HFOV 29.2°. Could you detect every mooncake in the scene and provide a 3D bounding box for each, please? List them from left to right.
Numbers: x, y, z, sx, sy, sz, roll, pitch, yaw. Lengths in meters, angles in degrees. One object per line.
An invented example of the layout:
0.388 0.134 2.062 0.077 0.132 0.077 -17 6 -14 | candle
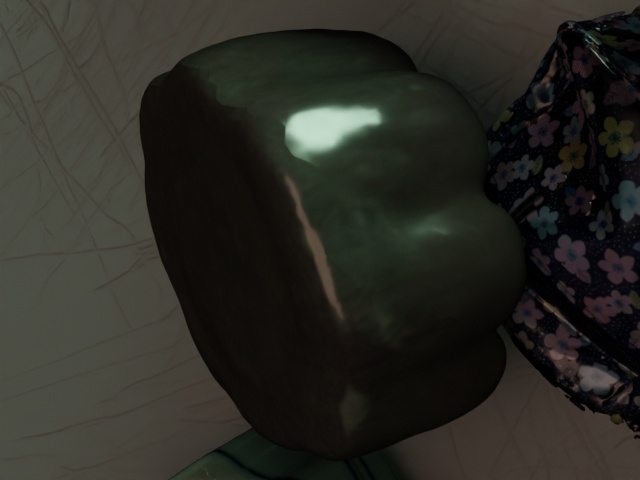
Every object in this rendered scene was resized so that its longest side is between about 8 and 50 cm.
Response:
0.000 0.000 0.820 0.306 0.154 0.306 48 147 47 | mooncake

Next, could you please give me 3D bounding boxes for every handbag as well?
0.191 -0.008 0.774 0.229 0.127 0.208 52 134 23 | handbag

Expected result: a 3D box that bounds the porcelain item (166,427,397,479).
-0.038 0.299 0.946 0.286 0.157 0.281 -38 79 29 | porcelain item
